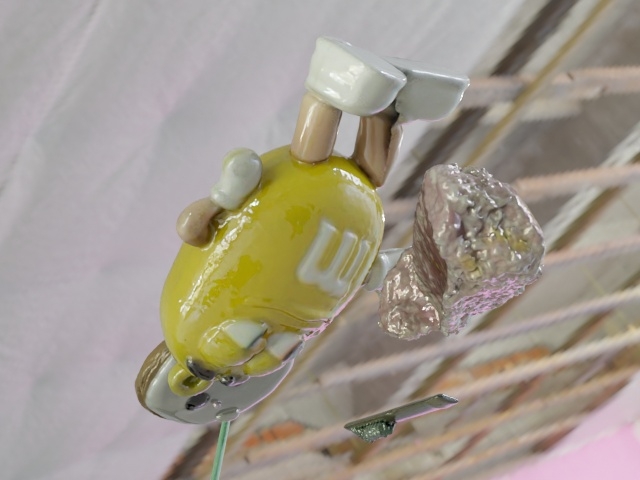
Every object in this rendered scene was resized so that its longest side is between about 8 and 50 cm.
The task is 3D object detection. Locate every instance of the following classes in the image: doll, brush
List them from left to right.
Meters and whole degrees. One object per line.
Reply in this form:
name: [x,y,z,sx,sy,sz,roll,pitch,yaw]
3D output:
doll: [-0.001,-0.028,1.400,0.348,0.161,0.423,-15,-49,-27]
brush: [0.094,0.219,1.608,0.034,0.028,0.190,20,-29,-31]

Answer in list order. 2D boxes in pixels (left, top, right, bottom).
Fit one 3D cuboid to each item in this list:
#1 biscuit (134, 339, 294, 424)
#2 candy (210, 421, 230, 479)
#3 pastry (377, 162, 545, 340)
biscuit: [-0.120,0.159,1.600,0.208,0.049,0.181,-11,-42,-33]
candy: [-0.155,0.354,1.740,0.091,0.306,0.083,18,-26,-17]
pastry: [0.117,0.011,1.061,0.112,0.103,0.265,-10,-13,-10]
